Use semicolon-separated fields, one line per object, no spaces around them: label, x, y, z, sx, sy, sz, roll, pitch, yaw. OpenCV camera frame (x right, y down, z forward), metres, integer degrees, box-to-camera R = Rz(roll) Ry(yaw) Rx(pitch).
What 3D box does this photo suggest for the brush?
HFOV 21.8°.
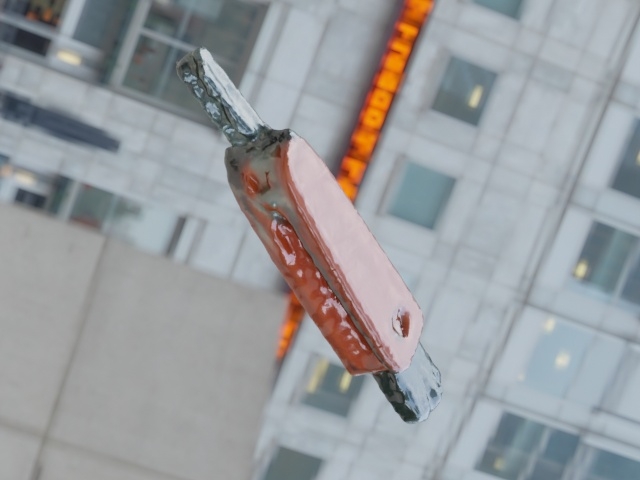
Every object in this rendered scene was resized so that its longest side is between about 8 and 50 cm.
brush;0.001;0.000;1.135;0.051;0.323;0.070;-14;-147;38
